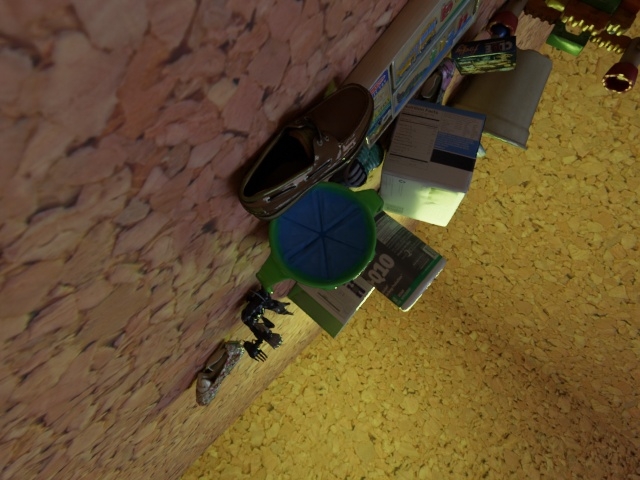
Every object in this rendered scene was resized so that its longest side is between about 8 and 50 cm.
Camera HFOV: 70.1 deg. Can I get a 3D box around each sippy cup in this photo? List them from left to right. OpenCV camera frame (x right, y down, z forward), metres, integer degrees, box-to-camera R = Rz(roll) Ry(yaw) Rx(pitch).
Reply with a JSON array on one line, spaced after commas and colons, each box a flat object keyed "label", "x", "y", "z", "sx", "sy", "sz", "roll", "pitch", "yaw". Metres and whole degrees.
[{"label": "sippy cup", "x": 0.000, "y": 0.000, "z": 1.075, "sx": 0.224, "sy": 0.306, "sz": 0.240, "roll": 109, "pitch": -21, "yaw": -82}]

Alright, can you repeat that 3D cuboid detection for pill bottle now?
[{"label": "pill bottle", "x": 0.183, "y": 0.029, "z": 1.406, "sx": 0.204, "sy": 0.361, "sz": 0.204, "roll": -47, "pitch": 166, "yaw": -15}]

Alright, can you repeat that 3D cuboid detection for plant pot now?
[{"label": "plant pot", "x": 0.668, "y": -0.535, "z": 1.669, "sx": 0.334, "sy": 0.334, "sz": 0.305, "roll": -21, "pitch": 136, "yaw": -65}]

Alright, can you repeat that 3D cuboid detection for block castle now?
[{"label": "block castle", "x": 0.717, "y": -0.606, "z": 1.259, "sx": 0.212, "sy": 0.453, "sz": 0.303, "roll": -58, "pitch": 169, "yaw": -6}]

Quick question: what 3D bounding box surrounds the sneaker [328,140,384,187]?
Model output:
[{"label": "sneaker", "x": 0.085, "y": -0.196, "z": 1.161, "sx": 0.098, "sy": 0.083, "sz": 0.223, "roll": -16, "pitch": -158, "yaw": 36}]

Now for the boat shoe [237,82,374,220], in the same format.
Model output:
[{"label": "boat shoe", "x": -0.016, "y": -0.158, "z": 0.783, "sx": 0.307, "sy": 0.111, "sz": 0.104, "roll": -50, "pitch": 168, "yaw": -4}]

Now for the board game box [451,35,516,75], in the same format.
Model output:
[{"label": "board game box", "x": 0.475, "y": -0.527, "z": 1.314, "sx": 0.243, "sy": 0.165, "sz": 0.042, "roll": -20, "pitch": 110, "yaw": -65}]

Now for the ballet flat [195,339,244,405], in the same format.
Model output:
[{"label": "ballet flat", "x": -0.326, "y": 0.396, "z": 1.386, "sx": 0.077, "sy": 0.091, "sz": 0.241, "roll": 31, "pitch": 95, "yaw": -46}]

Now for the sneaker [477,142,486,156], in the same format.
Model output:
[{"label": "sneaker", "x": 0.532, "y": -0.351, "z": 1.843, "sx": 0.208, "sy": 0.127, "sz": 0.319, "roll": -34, "pitch": -168, "yaw": 13}]

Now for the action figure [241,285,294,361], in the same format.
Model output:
[{"label": "action figure", "x": -0.151, "y": 0.225, "z": 1.298, "sx": 0.275, "sy": 0.141, "sz": 0.164, "roll": 104, "pitch": 10, "yaw": -47}]

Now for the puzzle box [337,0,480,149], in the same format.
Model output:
[{"label": "puzzle box", "x": 0.201, "y": -0.404, "z": 0.966, "sx": 0.409, "sy": 0.052, "sz": 0.272, "roll": -51, "pitch": 166, "yaw": 2}]

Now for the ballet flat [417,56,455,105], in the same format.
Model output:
[{"label": "ballet flat", "x": 0.314, "y": -0.414, "z": 1.298, "sx": 0.079, "sy": 0.077, "sz": 0.221, "roll": -24, "pitch": 152, "yaw": -22}]

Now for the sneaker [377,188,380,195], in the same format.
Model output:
[{"label": "sneaker", "x": 0.220, "y": -0.145, "z": 1.726, "sx": 0.158, "sy": 0.061, "sz": 0.065, "roll": -49, "pitch": 173, "yaw": -3}]

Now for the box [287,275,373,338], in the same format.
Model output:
[{"label": "box", "x": 0.054, "y": 0.151, "z": 1.597, "sx": 0.322, "sy": 0.232, "sz": 0.058, "roll": -55, "pitch": 165, "yaw": 20}]

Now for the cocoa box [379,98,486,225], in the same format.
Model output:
[{"label": "cocoa box", "x": 0.309, "y": -0.213, "z": 1.325, "sx": 0.347, "sy": 0.232, "sz": 0.227, "roll": 63, "pitch": 43, "yaw": -76}]
